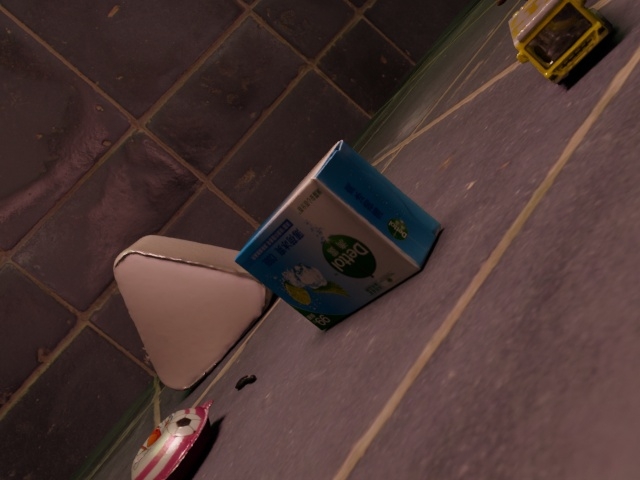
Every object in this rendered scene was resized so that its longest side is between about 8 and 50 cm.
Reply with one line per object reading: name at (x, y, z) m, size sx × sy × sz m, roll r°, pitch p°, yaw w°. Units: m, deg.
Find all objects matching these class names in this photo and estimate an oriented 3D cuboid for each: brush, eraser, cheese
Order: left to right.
cheese at (-0.216, 0.306, 0.795) m, size 0.155 × 0.062 × 0.244 m, roll -37°, pitch 15°, yaw 53°
eraser at (-0.240, 0.127, 1.318) m, size 0.331 × 0.331 × 0.150 m, roll -47°, pitch 5°, yaw 15°
brush at (-0.109, 0.203, 0.892) m, size 0.024 × 0.008 × 0.083 m, roll -49°, pitch 6°, yaw -28°

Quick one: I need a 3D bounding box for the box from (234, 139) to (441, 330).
box at (0.012, 0.004, 0.669) m, size 0.194 × 0.139 × 0.073 m, roll -42°, pitch 11°, yaw 49°

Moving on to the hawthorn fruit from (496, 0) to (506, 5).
hawthorn fruit at (0.328, -0.444, 0.877) m, size 0.249 × 0.215 × 0.215 m, roll -47°, pitch 7°, yaw 5°

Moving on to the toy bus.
toy bus at (0.263, -0.240, 0.688) m, size 0.081 × 0.074 × 0.226 m, roll -45°, pitch 7°, yaw 30°
